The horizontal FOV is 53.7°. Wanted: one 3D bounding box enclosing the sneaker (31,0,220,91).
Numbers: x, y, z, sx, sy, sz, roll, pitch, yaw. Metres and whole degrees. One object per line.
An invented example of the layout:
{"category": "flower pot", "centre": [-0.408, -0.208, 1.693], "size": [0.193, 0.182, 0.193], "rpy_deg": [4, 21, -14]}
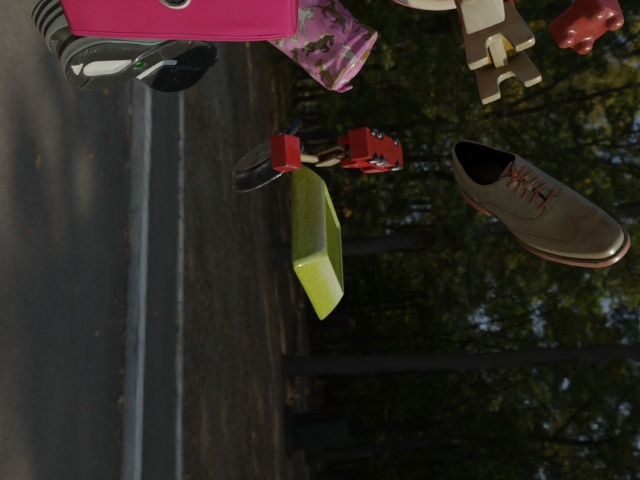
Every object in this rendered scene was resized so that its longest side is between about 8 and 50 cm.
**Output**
{"category": "sneaker", "centre": [-0.442, -0.486, 1.451], "size": [0.257, 0.169, 0.447], "rpy_deg": [52, 32, 12]}

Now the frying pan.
{"category": "frying pan", "centre": [-0.095, -0.227, 1.526], "size": [0.326, 0.197, 0.053], "rpy_deg": [-50, 121, -29]}

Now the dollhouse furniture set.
{"category": "dollhouse furniture set", "centre": [0.210, -0.323, 0.639], "size": [0.374, 0.201, 0.152], "rpy_deg": [37, 38, -61]}

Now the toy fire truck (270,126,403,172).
{"category": "toy fire truck", "centre": [0.028, -0.124, 0.916], "size": [0.192, 0.135, 0.047], "rpy_deg": [1, 83, -63]}

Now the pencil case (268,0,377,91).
{"category": "pencil case", "centre": [-0.059, -0.497, 1.413], "size": [0.160, 0.386, 0.167], "rpy_deg": [-55, -178, -22]}

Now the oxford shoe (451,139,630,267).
{"category": "oxford shoe", "centre": [0.356, -0.068, 1.089], "size": [0.348, 0.123, 0.130], "rpy_deg": [34, -6, 40]}

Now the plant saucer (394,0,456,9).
{"category": "plant saucer", "centre": [0.202, -0.499, 1.024], "size": [0.332, 0.332, 0.084], "rpy_deg": [89, 4, -61]}

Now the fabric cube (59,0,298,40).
{"category": "fabric cube", "centre": [-0.146, -0.391, 0.642], "size": [0.258, 0.254, 0.259], "rpy_deg": [95, -5, -60]}

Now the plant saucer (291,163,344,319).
{"category": "plant saucer", "centre": [0.000, 0.000, 0.972], "size": [0.188, 0.045, 0.188], "rpy_deg": [68, 18, -56]}
